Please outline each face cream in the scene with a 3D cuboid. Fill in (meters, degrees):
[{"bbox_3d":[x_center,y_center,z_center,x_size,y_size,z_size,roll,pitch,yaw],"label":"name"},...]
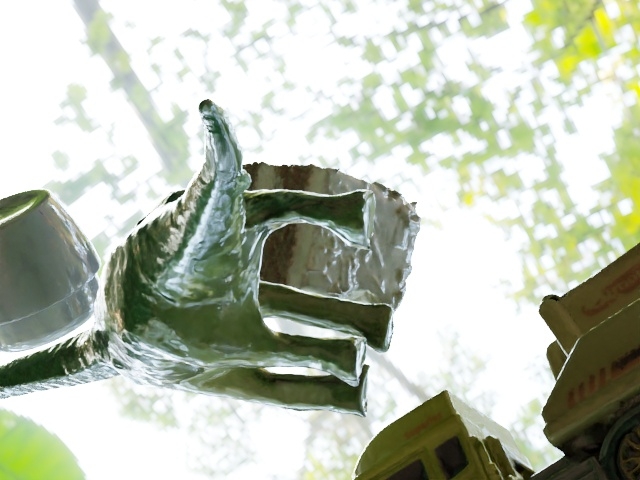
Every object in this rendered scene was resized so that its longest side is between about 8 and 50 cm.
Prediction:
[{"bbox_3d":[-0.235,0.024,1.291,0.117,0.104,0.117,-20,-161,7],"label":"face cream"}]

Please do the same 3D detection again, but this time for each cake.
[{"bbox_3d":[0.000,0.000,1.477,0.147,0.135,0.135,-8,-112,51],"label":"cake"}]

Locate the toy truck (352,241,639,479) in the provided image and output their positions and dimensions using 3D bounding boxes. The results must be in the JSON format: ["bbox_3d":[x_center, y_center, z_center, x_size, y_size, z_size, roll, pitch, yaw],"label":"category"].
[{"bbox_3d":[0.219,0.168,1.336,0.405,0.180,0.254,-35,-129,15],"label":"toy truck"}]

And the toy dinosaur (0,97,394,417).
[{"bbox_3d":[-0.117,0.023,0.821,0.300,0.447,0.087,8,-116,12],"label":"toy dinosaur"}]
